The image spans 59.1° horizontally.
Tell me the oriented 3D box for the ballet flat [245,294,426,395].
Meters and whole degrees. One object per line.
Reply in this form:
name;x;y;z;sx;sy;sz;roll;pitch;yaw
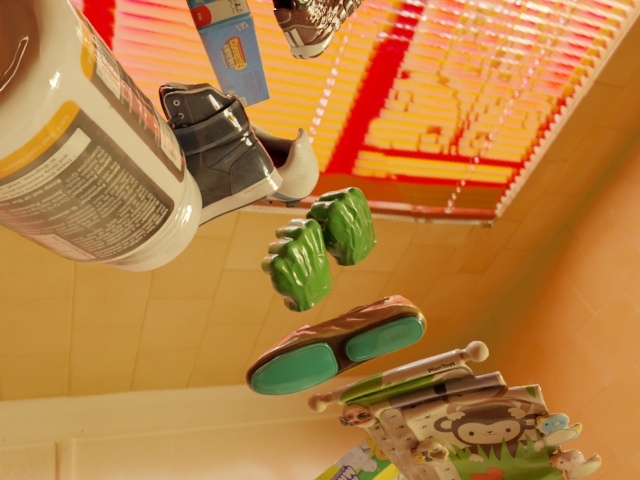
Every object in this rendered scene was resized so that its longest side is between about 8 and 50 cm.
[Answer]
ballet flat;0.017;0.129;0.708;0.232;0.080;0.073;-16;-150;-7

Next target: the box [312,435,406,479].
box;0.038;0.269;0.610;0.179;0.105;0.043;-30;-130;-31

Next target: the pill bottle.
pill bottle;-0.209;-0.073;0.472;0.162;0.278;0.162;-3;-110;8

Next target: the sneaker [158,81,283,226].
sneaker;-0.177;-0.088;0.652;0.226;0.163;0.086;-28;-150;-6

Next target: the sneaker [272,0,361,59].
sneaker;0.000;-0.499;1.079;0.106;0.162;0.281;11;-115;39

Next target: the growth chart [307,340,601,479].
growth chart;0.125;0.171;0.471;0.237;0.172;0.021;50;-155;-25

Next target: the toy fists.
toy fists;0.000;0.000;1.053;0.096;0.142;0.279;14;-139;39

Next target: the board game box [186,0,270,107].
board game box;-0.189;-0.427;0.986;0.086;0.308;0.301;-20;-98;-3

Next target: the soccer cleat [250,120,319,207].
soccer cleat;-0.166;-0.139;0.889;0.331;0.143;0.116;5;-128;7
